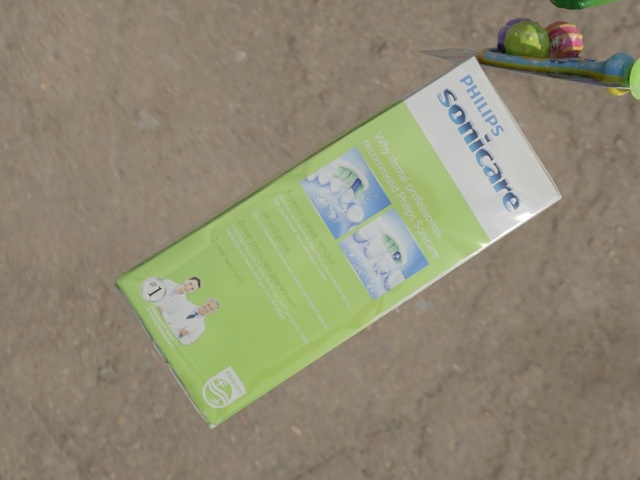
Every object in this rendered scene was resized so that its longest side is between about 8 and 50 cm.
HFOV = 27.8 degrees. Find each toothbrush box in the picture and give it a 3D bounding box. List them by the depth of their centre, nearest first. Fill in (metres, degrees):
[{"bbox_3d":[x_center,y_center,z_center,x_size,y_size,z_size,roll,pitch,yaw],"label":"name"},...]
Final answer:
[{"bbox_3d":[0.000,0.000,0.936,0.283,0.206,0.122,-34,94,-9],"label":"toothbrush box"}]

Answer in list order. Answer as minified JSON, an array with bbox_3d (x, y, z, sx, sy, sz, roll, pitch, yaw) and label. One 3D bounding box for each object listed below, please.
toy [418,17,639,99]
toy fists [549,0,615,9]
[{"bbox_3d":[0.233,-0.194,1.309,0.137,0.237,0.056,-6,112,-42],"label":"toy"},{"bbox_3d":[0.331,-0.331,1.249,0.279,0.096,0.142,-15,133,-3],"label":"toy fists"}]
